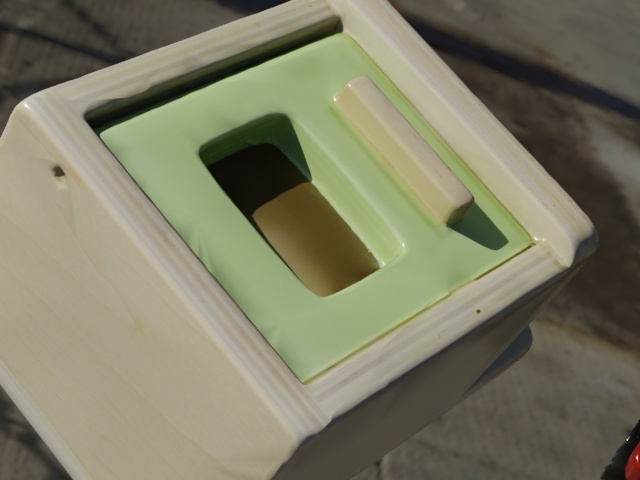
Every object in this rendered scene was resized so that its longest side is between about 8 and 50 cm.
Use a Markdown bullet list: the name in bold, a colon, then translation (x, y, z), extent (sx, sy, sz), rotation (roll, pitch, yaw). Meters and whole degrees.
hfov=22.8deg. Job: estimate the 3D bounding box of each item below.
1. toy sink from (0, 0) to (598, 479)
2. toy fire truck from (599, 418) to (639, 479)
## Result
- **toy sink**: translation (0.000, 0.000, 0.617), extent (0.234, 0.131, 0.153), rotation (-26, 70, -43)
- **toy fire truck**: translation (0.305, 0.079, 0.950), extent (0.158, 0.246, 0.217), rotation (35, 63, 15)
